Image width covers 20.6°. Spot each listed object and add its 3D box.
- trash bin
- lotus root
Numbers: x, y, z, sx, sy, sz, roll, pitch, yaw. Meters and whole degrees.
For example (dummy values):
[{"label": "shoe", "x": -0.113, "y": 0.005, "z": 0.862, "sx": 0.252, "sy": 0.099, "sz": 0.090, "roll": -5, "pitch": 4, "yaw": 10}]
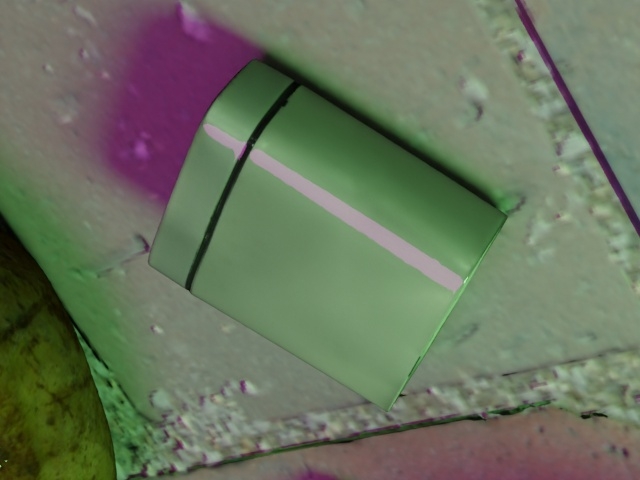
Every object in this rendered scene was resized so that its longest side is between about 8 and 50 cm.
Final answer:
[{"label": "trash bin", "x": 0.000, "y": 0.000, "z": 0.772, "sx": 0.130, "sy": 0.059, "sz": 0.116, "roll": 32, "pitch": 137, "yaw": 5}, {"label": "lotus root", "x": -0.187, "y": 0.073, "z": 0.899, "sx": 0.145, "sy": 0.128, "sz": 0.260, "roll": 11, "pitch": 128, "yaw": 38}]
